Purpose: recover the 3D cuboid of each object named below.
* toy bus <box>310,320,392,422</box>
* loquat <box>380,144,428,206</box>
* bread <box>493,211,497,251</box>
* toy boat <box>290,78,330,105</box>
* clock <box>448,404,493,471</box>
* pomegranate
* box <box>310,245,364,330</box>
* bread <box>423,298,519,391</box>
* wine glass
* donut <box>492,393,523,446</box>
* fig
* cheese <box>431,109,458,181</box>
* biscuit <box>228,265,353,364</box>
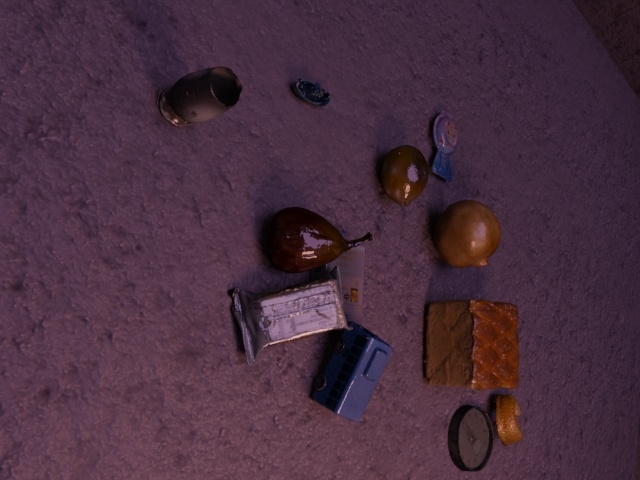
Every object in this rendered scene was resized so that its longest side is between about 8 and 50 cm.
[{"bbox_3d":[0.089,0.348,1.673,0.116,0.133,0.234,32,81,-38],"label":"toy bus"},{"bbox_3d":[0.258,-0.199,1.940,0.152,0.152,0.195,19,63,-40],"label":"loquat"},{"bbox_3d":[0.626,-0.034,2.334,0.068,0.028,0.154,6,80,-42],"label":"bread"},{"bbox_3d":[-0.023,-0.416,1.765,0.137,0.060,0.060,16,73,-40],"label":"toy boat"},{"bbox_3d":[0.505,0.661,2.105,0.214,0.041,0.215,8,78,-42],"label":"clock"},{"bbox_3d":[0.483,-0.022,2.075,0.233,0.233,0.233,8,78,-42],"label":"pomegranate"},{"bbox_3d":[0.046,0.127,1.741,0.155,0.067,0.243,11,77,-40],"label":"box"},{"bbox_3d":[0.487,0.334,2.027,0.278,0.207,0.279,7,79,-41],"label":"bread"},{"bbox_3d":[-0.273,-0.324,1.424,0.111,0.204,0.111,8,79,-46],"label":"wine glass"},{"bbox_3d":[0.657,0.615,2.203,0.146,0.078,0.181,61,33,-25],"label":"donut"},{"bbox_3d":[0.000,0.000,1.631,0.273,0.145,0.170,1,77,-10],"label":"fig"},{"bbox_3d":[0.429,-0.332,2.179,0.135,0.052,0.245,20,70,-39],"label":"cheese"},{"bbox_3d":[-0.065,0.177,1.585,0.308,0.079,0.186,-13,88,-22],"label":"biscuit"}]
